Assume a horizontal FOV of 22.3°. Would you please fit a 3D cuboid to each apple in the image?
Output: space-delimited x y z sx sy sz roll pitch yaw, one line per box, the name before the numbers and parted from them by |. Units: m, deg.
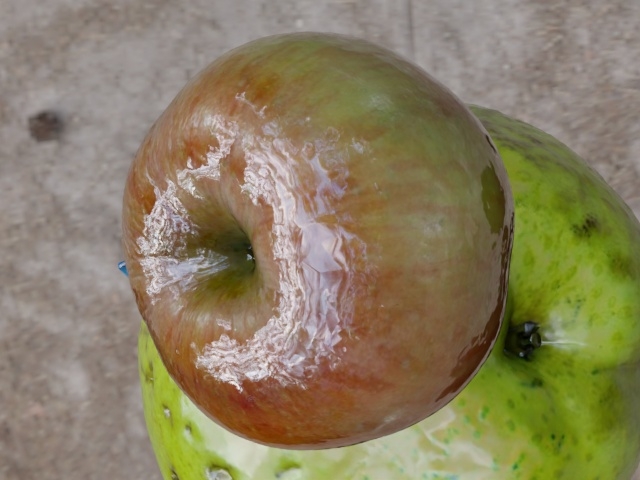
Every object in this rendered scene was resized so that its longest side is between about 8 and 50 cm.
apple | 0.002 0.001 0.483 0.126 0.102 0.126 11 105 45

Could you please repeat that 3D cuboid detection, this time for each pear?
pear | 0.064 0.074 1.139 0.391 0.391 0.391 5 101 29

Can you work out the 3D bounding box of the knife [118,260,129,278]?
knife | -0.162 0.052 1.713 0.044 0.296 0.026 -11 75 4
